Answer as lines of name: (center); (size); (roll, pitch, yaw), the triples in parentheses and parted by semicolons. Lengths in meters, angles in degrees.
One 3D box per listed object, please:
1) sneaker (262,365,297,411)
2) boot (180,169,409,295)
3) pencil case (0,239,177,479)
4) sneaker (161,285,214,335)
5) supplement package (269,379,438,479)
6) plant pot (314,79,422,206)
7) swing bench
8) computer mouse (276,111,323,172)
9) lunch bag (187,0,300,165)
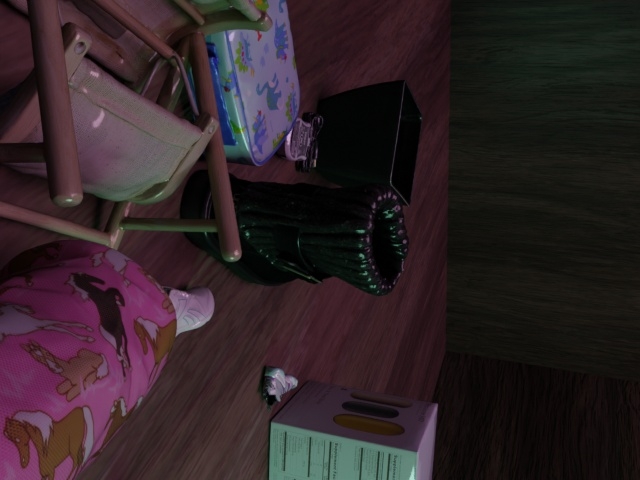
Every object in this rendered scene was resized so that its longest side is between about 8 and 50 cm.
sneaker: (-0.075, 0.258, 1.123); (0.098, 0.038, 0.069); (45, 55, -54)
boot: (-0.001, 0.004, 0.903); (0.348, 0.260, 0.131); (27, 71, -69)
pencil case: (-0.219, 0.108, 0.371); (0.160, 0.167, 0.386); (-58, 178, 15)
sneaker: (-0.170, 0.077, 0.763); (0.152, 0.053, 0.061); (-38, 129, -63)
supplement package: (0.063, 0.403, 1.214); (0.199, 0.262, 0.198); (-29, 123, -68)
plant pot: (0.084, -0.181, 1.229); (0.187, 0.167, 0.188); (28, 70, -70)
swing bench: (-0.170, -0.127, 0.536); (0.253, 0.165, 0.255); (29, 65, -69)
computer mouse: (-0.041, -0.166, 1.073); (0.193, 0.042, 0.106); (-13, 114, -76)
lunch bag: (-0.099, -0.212, 0.812); (0.176, 0.090, 0.219); (-65, 153, -45)
